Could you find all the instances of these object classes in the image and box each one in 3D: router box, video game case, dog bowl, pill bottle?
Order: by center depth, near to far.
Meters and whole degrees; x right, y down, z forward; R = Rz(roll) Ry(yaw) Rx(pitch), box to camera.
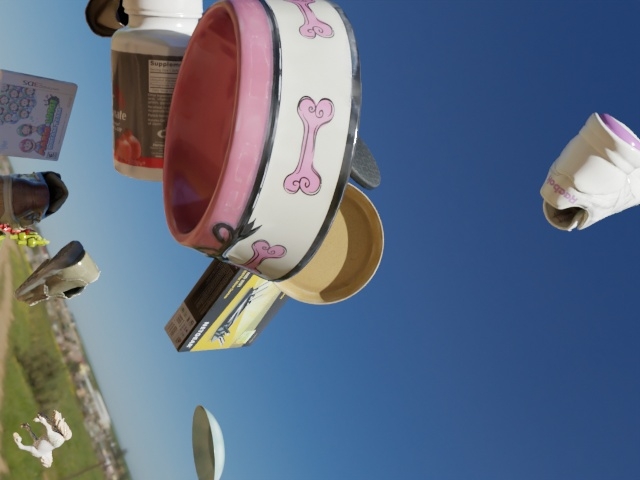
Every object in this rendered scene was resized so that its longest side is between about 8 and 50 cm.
[{"bbox_3d":[-0.106,-0.151,1.019,0.408,0.150,0.408,-27,-122,58],"label":"dog bowl"},{"bbox_3d":[-0.273,-0.274,1.260,0.176,0.176,0.319,35,-55,57],"label":"pill bottle"},{"bbox_3d":[-0.533,-0.226,1.333,0.019,0.143,0.157,38,-66,37],"label":"video game case"},{"bbox_3d":[-0.185,0.128,1.701,0.309,0.243,0.081,-52,-121,24],"label":"router box"}]

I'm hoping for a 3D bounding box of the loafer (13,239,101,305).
[{"bbox_3d":[-0.495,0.082,1.363,0.087,0.094,0.251,47,-40,-17],"label":"loafer"}]

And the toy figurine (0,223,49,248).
[{"bbox_3d":[-0.741,0.065,1.579,0.362,0.191,0.217,17,-85,50],"label":"toy figurine"}]

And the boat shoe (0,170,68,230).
[{"bbox_3d":[-0.584,-0.087,1.499,0.342,0.123,0.123,176,-91,-76],"label":"boat shoe"}]

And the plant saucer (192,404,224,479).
[{"bbox_3d":[-0.248,0.466,1.634,0.195,0.037,0.195,178,-90,-66],"label":"plant saucer"}]

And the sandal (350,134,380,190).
[{"bbox_3d":[-0.033,-0.277,1.742,0.445,0.168,0.107,42,-57,-12],"label":"sandal"}]

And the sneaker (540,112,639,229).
[{"bbox_3d":[0.375,-0.083,1.009,0.114,0.152,0.305,49,18,25],"label":"sneaker"}]

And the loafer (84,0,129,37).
[{"bbox_3d":[-0.465,-0.573,1.759,0.365,0.130,0.134,-4,-64,39],"label":"loafer"}]

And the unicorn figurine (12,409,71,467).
[{"bbox_3d":[-0.581,0.422,1.520,0.162,0.060,0.111,-30,-73,35],"label":"unicorn figurine"}]

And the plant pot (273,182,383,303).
[{"bbox_3d":[0.000,0.000,1.352,0.032,0.236,0.236,16,51,-83],"label":"plant pot"}]
